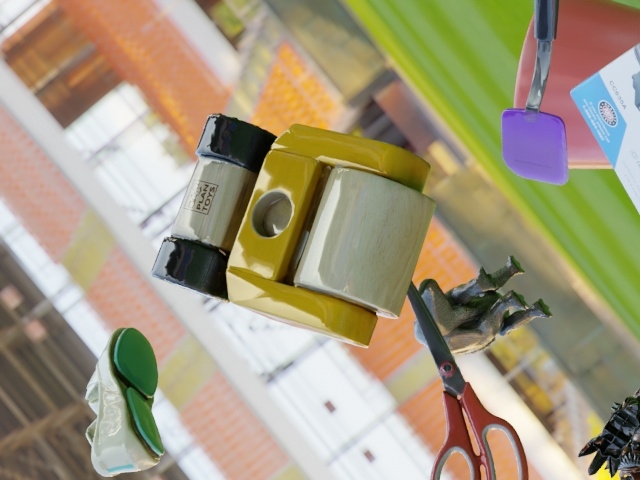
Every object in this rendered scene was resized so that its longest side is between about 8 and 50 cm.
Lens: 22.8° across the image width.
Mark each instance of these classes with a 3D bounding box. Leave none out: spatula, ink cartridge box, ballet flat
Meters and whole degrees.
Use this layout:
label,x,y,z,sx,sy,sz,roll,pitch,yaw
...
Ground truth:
label,x,y,z,sx,sy,sz,roll,pitch,yaw
spatula,0.252,-0.206,1.819,0.084,0.296,0.030,12,-158,27
ink cartridge box,0.289,-0.098,1.149,0.139,0.082,0.191,60,153,3
ballet flat,-0.229,0.182,1.782,0.086,0.086,0.248,49,-169,-25

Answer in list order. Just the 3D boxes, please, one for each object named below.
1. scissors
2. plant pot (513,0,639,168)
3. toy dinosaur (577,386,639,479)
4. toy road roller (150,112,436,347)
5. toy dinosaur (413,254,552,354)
label,x,y,z,sx,sy,sz,roll,pitch,yaw
scissors,0.158,0.157,1.759,0.021,0.109,0.297,52,-152,-68
plant pot,0.434,-0.216,2.281,0.243,0.274,0.275,12,168,23
toy dinosaur,0.454,0.247,2.145,0.218,0.164,0.321,-39,-55,-60
toy road roller,0.000,0.000,1.745,0.330,0.202,0.241,14,172,38
toy dinosaur,0.189,0.100,2.037,0.121,0.160,0.313,54,-156,10
